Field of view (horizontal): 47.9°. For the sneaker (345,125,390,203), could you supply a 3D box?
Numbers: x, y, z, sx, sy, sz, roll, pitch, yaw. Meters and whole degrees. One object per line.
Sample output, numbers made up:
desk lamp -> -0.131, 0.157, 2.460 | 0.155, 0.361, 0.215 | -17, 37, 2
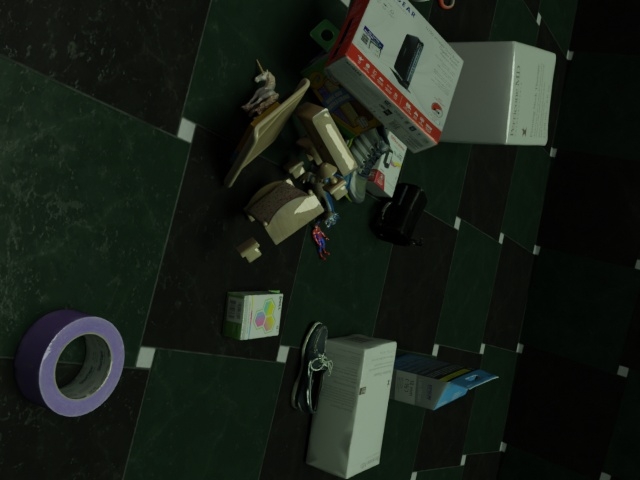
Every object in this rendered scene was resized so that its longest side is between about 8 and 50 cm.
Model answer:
sneaker -> 0.131, -0.253, 2.069 | 0.111, 0.121, 0.300 | 4, 95, -55

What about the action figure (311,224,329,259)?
action figure -> 0.000, 0.000, 2.024 | 0.038, 0.030, 0.115 | -46, 131, -33

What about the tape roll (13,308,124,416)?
tape roll -> -0.468, 0.228, 1.351 | 0.189, 0.080, 0.189 | -19, 113, -53

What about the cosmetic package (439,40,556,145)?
cosmetic package -> 0.574, -0.496, 2.476 | 0.393, 0.327, 0.330 | -10, 106, -53

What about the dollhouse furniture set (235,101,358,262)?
dollhouse furniture set -> -0.115, -0.157, 1.708 | 0.355, 0.303, 0.174 | -36, 118, -9

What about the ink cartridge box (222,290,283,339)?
ink cartridge box -> -0.152, 0.184, 1.814 | 0.209, 0.062, 0.109 | 4, 94, -56

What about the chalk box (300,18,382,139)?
chalk box -> 0.088, -0.444, 1.872 | 0.289, 0.179, 0.180 | 53, 52, -19

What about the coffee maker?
coffee maker -> 0.271, -0.078, 2.272 | 0.120, 0.171, 0.178 | 88, 27, -67

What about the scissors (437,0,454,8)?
scissors -> 0.376, -0.819, 2.381 | 0.297, 0.021, 0.109 | -27, 121, -52

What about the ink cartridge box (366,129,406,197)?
ink cartridge box -> 0.187, -0.237, 2.197 | 0.127, 0.072, 0.175 | 33, 71, -53

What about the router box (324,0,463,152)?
router box -> 0.192, -0.437, 1.786 | 0.335, 0.082, 0.301 | 37, 57, -28

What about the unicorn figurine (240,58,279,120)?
unicorn figurine -> -0.137, -0.339, 1.685 | 0.111, 0.162, 0.060 | -46, 134, 1

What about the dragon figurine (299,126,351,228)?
dragon figurine -> 0.028, -0.176, 1.968 | 0.144, 0.085, 0.289 | 48, 54, -50

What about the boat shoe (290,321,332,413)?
boat shoe -> -0.015, 0.360, 2.039 | 0.095, 0.079, 0.255 | 32, 72, -53

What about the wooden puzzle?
wooden puzzle -> -0.131, -0.252, 1.658 | 0.044, 0.221, 0.239 | 39, 53, -3

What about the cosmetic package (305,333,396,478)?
cosmetic package -> 0.094, 0.488, 2.161 | 0.217, 0.156, 0.385 | 1, 96, -57

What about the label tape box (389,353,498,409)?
label tape box -> 0.381, 0.479, 2.404 | 0.249, 0.347, 0.115 | -2, 100, -55
